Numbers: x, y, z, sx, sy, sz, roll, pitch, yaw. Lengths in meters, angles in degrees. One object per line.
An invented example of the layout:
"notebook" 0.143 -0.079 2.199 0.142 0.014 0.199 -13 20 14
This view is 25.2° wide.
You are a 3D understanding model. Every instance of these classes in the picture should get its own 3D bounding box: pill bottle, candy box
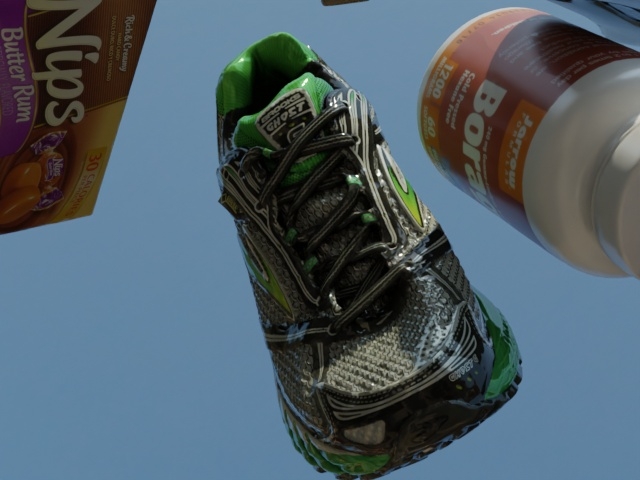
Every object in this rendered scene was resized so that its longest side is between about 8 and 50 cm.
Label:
"pill bottle" 0.148 -0.052 0.800 0.121 0.216 0.121 -7 -68 -19
"candy box" -0.165 -0.087 0.815 0.053 0.109 0.186 50 -46 28

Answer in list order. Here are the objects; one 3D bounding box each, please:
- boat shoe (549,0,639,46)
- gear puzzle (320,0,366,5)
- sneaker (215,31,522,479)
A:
"boat shoe" 0.215 -0.204 0.879 0.136 0.367 0.156 16 -86 38
"gear puzzle" 0.127 -0.216 0.674 0.339 0.044 0.175 -9 -82 -7
"sneaker" 0.000 0.000 0.804 0.134 0.343 0.146 -29 -54 -1
